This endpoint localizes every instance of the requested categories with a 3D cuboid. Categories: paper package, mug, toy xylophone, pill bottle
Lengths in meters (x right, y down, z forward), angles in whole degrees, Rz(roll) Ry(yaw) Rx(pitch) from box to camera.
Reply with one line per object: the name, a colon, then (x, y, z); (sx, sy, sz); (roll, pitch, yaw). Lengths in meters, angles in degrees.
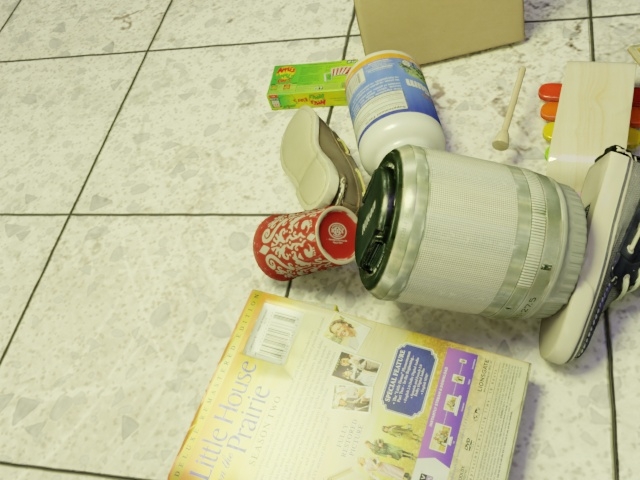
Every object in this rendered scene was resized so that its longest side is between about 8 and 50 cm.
paper package: (0.219, -0.510, 1.352); (0.325, 0.309, 0.168); (-12, 50, 7)
mug: (-0.006, -0.007, 1.126); (0.150, 0.113, 0.169); (-35, 12, -33)
toy xylophone: (0.435, -0.203, 1.205); (0.236, 0.081, 0.322); (16, 60, 26)
pill bottle: (0.135, -0.197, 1.244); (0.152, 0.152, 0.272); (-15, 52, 5)

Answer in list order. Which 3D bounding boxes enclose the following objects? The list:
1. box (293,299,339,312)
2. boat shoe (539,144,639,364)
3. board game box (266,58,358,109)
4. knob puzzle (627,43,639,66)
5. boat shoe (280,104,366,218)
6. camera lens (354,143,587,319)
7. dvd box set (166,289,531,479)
box: (-0.038, 0.179, 1.085); (0.105, 0.043, 0.179); (5, 54, 18)
boat shoe: (0.436, 0.036, 1.006); (0.158, 0.127, 0.340); (22, 78, 3)
board game box: (-0.012, -0.321, 1.449); (0.181, 0.043, 0.092); (0, 54, 16)
knob puzzle: (0.642, -0.277, 1.189); (0.213, 0.030, 0.213); (7, 56, -10)
boat shoe: (0.005, -0.140, 1.271); (0.116, 0.097, 0.324); (-56, 29, 23)
camera lens: (0.198, -0.008, 0.992); (0.274, 0.219, 0.219); (10, 53, -9)
dvd box set: (0.045, 0.255, 0.955); (0.421, 0.062, 0.307); (13, 59, 15)
